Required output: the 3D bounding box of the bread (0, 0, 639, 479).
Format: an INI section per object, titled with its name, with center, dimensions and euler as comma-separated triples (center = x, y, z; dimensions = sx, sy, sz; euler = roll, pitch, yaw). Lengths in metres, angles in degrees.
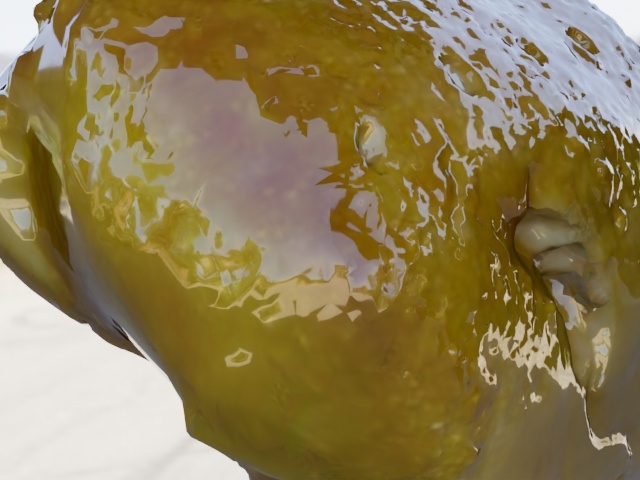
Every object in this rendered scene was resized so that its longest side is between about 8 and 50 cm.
[bread]
center = 0.032, -0.016, 0.958
dimensions = 0.250, 0.361, 0.394
euler = -53, -20, 23
